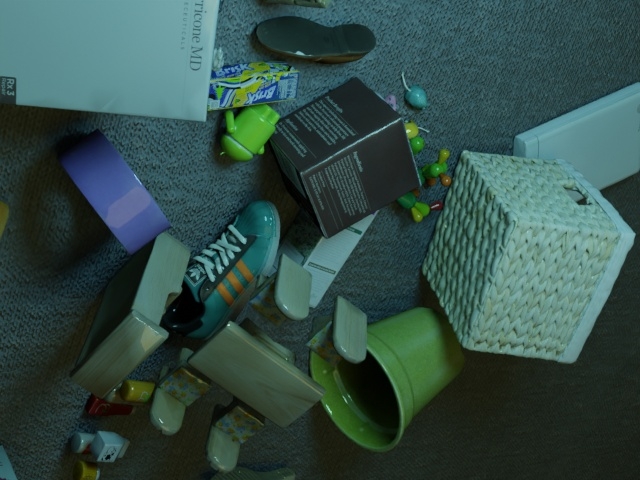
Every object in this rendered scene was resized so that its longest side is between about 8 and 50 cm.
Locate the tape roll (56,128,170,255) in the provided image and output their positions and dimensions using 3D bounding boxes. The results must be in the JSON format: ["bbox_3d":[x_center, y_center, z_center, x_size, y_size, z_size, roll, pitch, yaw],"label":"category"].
[{"bbox_3d":[-0.319,-0.074,1.533,0.080,0.189,0.189,-38,136,-8],"label":"tape roll"}]

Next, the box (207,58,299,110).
[{"bbox_3d":[-0.123,-0.258,1.637,0.169,0.059,0.054,-12,126,-30],"label":"box"}]

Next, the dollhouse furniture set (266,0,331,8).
[{"bbox_3d":[-0.017,-0.473,1.537,0.184,0.129,0.129,-56,140,-25],"label":"dollhouse furniture set"}]

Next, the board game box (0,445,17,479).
[{"bbox_3d":[-0.576,0.561,1.780,0.097,0.224,0.303,-13,128,-28],"label":"board game box"}]

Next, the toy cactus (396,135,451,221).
[{"bbox_3d":[0.169,-0.104,1.941,0.180,0.112,0.219,-20,151,-5],"label":"toy cactus"}]

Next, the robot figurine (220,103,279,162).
[{"bbox_3d":[-0.123,-0.183,1.686,0.115,0.067,0.101,-51,144,6],"label":"robot figurine"}]

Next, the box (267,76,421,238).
[{"bbox_3d":[0.038,-0.147,1.750,0.203,0.168,0.167,-29,133,-8],"label":"box"}]

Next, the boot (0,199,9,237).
[{"bbox_3d":[-0.535,-0.086,1.448,0.295,0.104,0.211,-59,147,4],"label":"boot"}]

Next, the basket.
[{"bbox_3d":[0.403,0.029,2.022,0.266,0.328,0.331,6,120,-18],"label":"basket"}]

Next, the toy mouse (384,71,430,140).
[{"bbox_3d":[0.158,-0.248,1.873,0.161,0.031,0.143,-15,129,-27],"label":"toy mouse"}]

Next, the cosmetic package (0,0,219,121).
[{"bbox_3d":[-0.328,-0.294,1.295,0.385,0.156,0.217,3,121,-8],"label":"cosmetic package"}]

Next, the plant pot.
[{"bbox_3d":[0.160,0.269,2.113,0.254,0.276,0.276,-25,133,-36],"label":"plant pot"}]

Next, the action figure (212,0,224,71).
[{"bbox_3d":[-0.215,-0.330,1.463,0.276,0.141,0.164,-49,138,-2],"label":"action figure"}]

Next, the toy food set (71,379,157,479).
[{"bbox_3d":[-0.376,0.346,1.851,0.104,0.111,0.232,16,107,-42],"label":"toy food set"}]

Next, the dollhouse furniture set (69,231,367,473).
[{"bbox_3d":[-0.179,0.204,1.659,0.394,0.256,0.362,38,117,-19],"label":"dollhouse furniture set"}]

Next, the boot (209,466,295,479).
[{"bbox_3d":[-0.174,0.607,2.205,0.248,0.090,0.207,7,114,-44],"label":"boot"}]

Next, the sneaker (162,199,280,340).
[{"bbox_3d":[-0.181,0.056,1.788,0.121,0.108,0.302,11,115,-46],"label":"sneaker"}]

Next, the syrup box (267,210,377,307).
[{"bbox_3d":[0.000,0.000,1.891,0.096,0.093,0.237,23,105,-44],"label":"syrup box"}]

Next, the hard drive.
[{"bbox_3d":[0.581,-0.191,2.217,0.353,0.047,0.233,-24,132,-21],"label":"hard drive"}]

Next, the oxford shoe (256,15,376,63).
[{"bbox_3d":[-0.015,-0.325,1.668,0.212,0.076,0.076,2,160,-26],"label":"oxford shoe"}]
